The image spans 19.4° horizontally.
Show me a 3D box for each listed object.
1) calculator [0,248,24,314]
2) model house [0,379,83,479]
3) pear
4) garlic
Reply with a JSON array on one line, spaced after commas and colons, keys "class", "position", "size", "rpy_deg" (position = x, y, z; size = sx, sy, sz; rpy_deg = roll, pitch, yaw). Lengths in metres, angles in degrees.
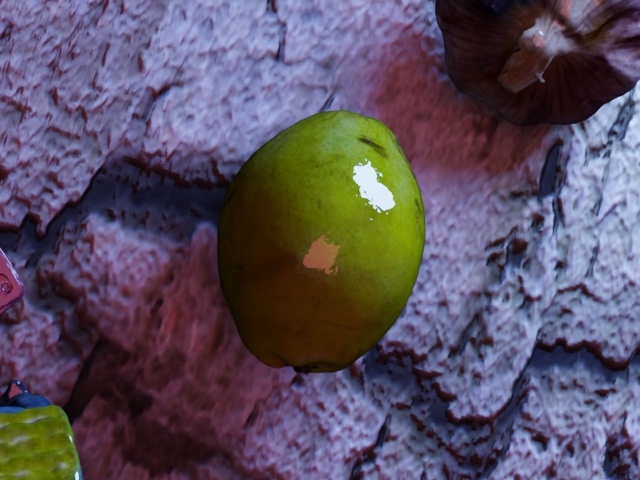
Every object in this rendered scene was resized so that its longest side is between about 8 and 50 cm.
[{"class": "calculator", "position": [-0.397, 0.058, 1.838], "size": [0.190, 0.034, 0.127], "rpy_deg": [-37, 93, -18]}, {"class": "model house", "position": [-0.336, 0.263, 1.709], "size": [0.237, 0.303, 0.216], "rpy_deg": [-10, 95, -13]}, {"class": "pear", "position": [0.000, 0.000, 1.839], "size": [0.212, 0.212, 0.269], "rpy_deg": [14, 75, -11]}, {"class": "garlic", "position": [0.234, -0.224, 1.900], "size": [0.244, 0.160, 0.245], "rpy_deg": [1, 114, 1]}]
